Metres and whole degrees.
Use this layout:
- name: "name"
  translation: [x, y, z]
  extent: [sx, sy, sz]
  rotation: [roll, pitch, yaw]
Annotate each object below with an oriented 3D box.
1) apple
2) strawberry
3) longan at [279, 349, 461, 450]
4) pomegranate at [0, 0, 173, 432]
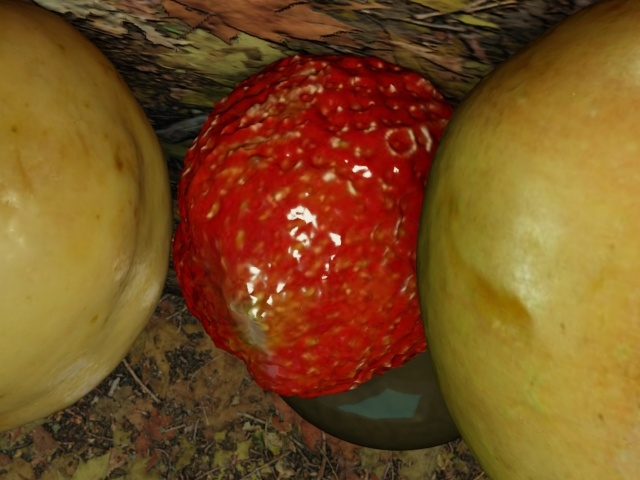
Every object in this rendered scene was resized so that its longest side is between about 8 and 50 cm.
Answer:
- name: "apple"
  translation: [0.216, 0.014, 0.705]
  extent: [0.338, 0.339, 0.305]
  rotation: [16, -174, -26]
- name: "strawberry"
  translation: [0.000, 0.000, 0.945]
  extent: [0.257, 0.257, 0.277]
  rotation: [7, -150, 23]
- name: "longan"
  translation: [0.069, 0.109, 1.512]
  extent: [0.350, 0.288, 0.288]
  rotation: [19, 171, 7]
- name: "pomegranate"
  translation: [-0.325, -0.001, 0.987]
  extent: [0.411, 0.412, 0.411]
  rotation: [11, 170, 2]
